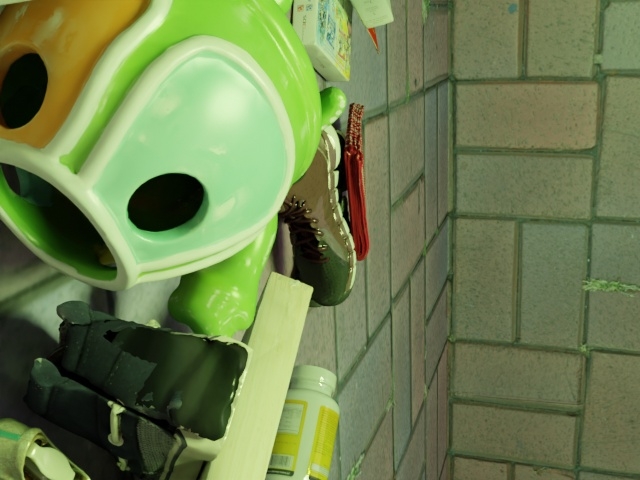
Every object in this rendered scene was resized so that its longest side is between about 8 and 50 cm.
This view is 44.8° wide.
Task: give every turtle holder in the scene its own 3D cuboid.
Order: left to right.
[{"bbox_3d":[-0.136,-0.072,0.608,0.227,0.243,0.320,-60,172,-33],"label":"turtle holder"}]

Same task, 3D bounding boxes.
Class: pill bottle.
[{"bbox_3d":[-0.027,0.288,1.173,0.103,0.103,0.184,65,32,-56],"label":"pill bottle"}]

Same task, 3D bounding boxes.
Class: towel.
[{"bbox_3d":[0.067,-0.109,1.352,0.275,0.031,0.199,-82,169,-63],"label":"towel"}]

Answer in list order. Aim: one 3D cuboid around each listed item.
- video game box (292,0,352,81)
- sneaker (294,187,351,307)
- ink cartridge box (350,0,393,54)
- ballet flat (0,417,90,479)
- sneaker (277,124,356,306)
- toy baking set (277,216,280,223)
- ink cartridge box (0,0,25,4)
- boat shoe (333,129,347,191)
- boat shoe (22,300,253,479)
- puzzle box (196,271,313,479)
[{"bbox_3d":[0.008,-0.380,1.287,0.205,0.048,0.187,18,72,-72],"label":"video game box"},{"bbox_3d":[0.000,0.000,1.258,0.228,0.087,0.130,-72,156,-48],"label":"sneaker"},{"bbox_3d":[0.081,-0.505,1.381,0.239,0.060,0.275,33,46,-69],"label":"ink cartridge box"},{"bbox_3d":[-0.218,0.199,0.632,0.168,0.052,0.057,71,27,-50],"label":"ballet flat"},{"bbox_3d":[-0.040,-0.027,1.085,0.162,0.106,0.282,-22,106,-53],"label":"sneaker"},{"bbox_3d":[-0.050,-0.152,1.162,0.197,0.030,0.256,62,34,-58],"label":"toy baking set"},{"bbox_3d":[-0.127,-0.306,0.519,0.119,0.207,0.354,76,12,-46],"label":"ink cartridge box"},{"bbox_3d":[0.026,-0.135,1.392,0.042,0.049,0.133,-41,145,-28],"label":"boat shoe"},{"bbox_3d":[-0.168,0.142,0.699,0.340,0.158,0.127,122,-13,-60],"label":"boat shoe"},{"bbox_3d":[-0.105,0.260,0.759,0.409,0.052,0.272,-75,-173,-46],"label":"puzzle box"}]
